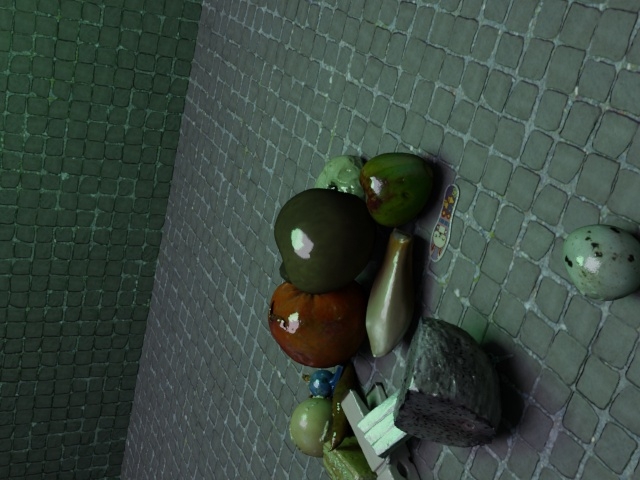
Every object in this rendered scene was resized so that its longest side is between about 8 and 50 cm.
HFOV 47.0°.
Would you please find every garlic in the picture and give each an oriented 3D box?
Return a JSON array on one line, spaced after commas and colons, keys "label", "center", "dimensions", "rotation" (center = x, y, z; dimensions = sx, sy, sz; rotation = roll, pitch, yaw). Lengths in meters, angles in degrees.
[{"label": "garlic", "center": [0.178, 0.126, 1.811], "dimensions": [0.143, 0.112, 0.317], "rotation": [-135, 49, -79]}]

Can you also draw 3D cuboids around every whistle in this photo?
[{"label": "whistle", "center": [0.013, 0.394, 2.096], "dimensions": [0.090, 0.090, 0.157], "rotation": [48, 129, 50]}]

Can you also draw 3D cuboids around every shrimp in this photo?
[{"label": "shrimp", "center": [-0.009, 0.457, 2.199], "dimensions": [0.162, 0.045, 0.095], "rotation": [36, 140, 50]}]

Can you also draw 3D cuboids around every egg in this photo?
[{"label": "egg", "center": [-0.006, 0.517, 2.032], "dimensions": [0.201, 0.164, 0.164], "rotation": [64, -177, -54]}, {"label": "egg", "center": [0.482, 0.036, 1.273], "dimensions": [0.164, 0.131, 0.131], "rotation": [-135, 53, -68]}]

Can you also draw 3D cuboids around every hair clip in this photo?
[{"label": "hair clip", "center": [0.159, 0.512, 1.834], "dimensions": [0.085, 0.101, 0.330], "rotation": [-57, 44, 34]}]

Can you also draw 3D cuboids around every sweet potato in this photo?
[{"label": "sweet potato", "center": [0.059, 0.443, 1.963], "dimensions": [0.067, 0.067, 0.273], "rotation": [-57, 12, 42]}]

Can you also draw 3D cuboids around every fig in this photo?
[{"label": "fig", "center": [0.183, -0.132, 1.772], "dimensions": [0.191, 0.181, 0.180], "rotation": [-22, 67, 32]}]

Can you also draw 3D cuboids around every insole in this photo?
[{"label": "insole", "center": [0.292, -0.040, 1.731], "dimensions": [0.065, 0.004, 0.197], "rotation": [41, 123, 54]}]

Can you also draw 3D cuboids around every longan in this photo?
[{"label": "longan", "center": [0.000, 0.000, 1.867], "dimensions": [0.300, 0.243, 0.300], "rotation": [-41, 26, 25]}]

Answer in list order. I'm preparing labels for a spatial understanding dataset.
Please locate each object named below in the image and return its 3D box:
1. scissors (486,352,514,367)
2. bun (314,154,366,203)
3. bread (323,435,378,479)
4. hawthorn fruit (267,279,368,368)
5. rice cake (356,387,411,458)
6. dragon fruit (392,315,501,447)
[{"label": "scissors", "center": [0.380, 0.251, 1.555], "dimensions": [0.083, 0.006, 0.036], "rotation": [-32, 63, 55]}, {"label": "bun", "center": [0.055, -0.132, 2.042], "dimensions": [0.221, 0.108, 0.221], "rotation": [-6, 84, 60]}, {"label": "bread", "center": [0.095, 0.596, 1.901], "dimensions": [0.196, 0.138, 0.102], "rotation": [38, 110, 55]}, {"label": "hawthorn fruit", "center": [0.004, 0.235, 1.984], "dimensions": [0.276, 0.276, 0.307], "rotation": [-127, 20, -48]}, {"label": "rice cake", "center": [0.193, 0.418, 1.756], "dimensions": [0.211, 0.038, 0.124], "rotation": [-46, 46, 9]}, {"label": "dragon fruit", "center": [0.279, 0.298, 1.556], "dimensions": [0.283, 0.204, 0.221], "rotation": [98, -173, -58]}]
